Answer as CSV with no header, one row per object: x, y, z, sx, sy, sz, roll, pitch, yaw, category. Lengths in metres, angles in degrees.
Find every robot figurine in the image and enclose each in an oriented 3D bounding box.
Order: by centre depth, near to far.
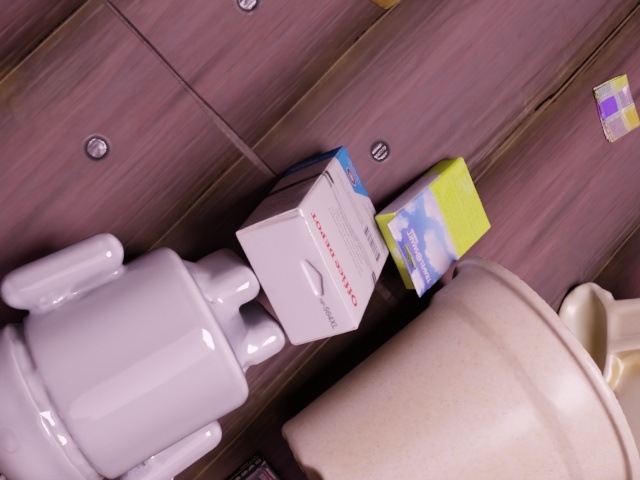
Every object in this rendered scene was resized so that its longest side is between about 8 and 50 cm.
-0.218,0.141,0.829,0.353,0.200,0.300,-28,108,-13,robot figurine

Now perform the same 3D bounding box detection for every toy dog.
0.582,0.240,1.050,0.408,0.284,0.395,20,57,-29,toy dog

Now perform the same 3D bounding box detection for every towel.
0.425,-0.189,1.094,0.060,0.009,0.083,-26,106,-12,towel

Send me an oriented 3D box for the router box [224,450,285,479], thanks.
-0.077,0.350,0.998,0.092,0.038,0.122,-39,109,-9,router box

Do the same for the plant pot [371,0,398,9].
0.080,-0.336,0.914,0.081,0.083,0.081,25,91,-21,plant pot

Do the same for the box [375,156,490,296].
0.141,-0.018,0.971,0.178,0.042,0.109,-39,111,-37,box

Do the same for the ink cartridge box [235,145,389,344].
0.000,0.000,0.875,0.086,0.203,0.148,-18,108,24,ink cartridge box

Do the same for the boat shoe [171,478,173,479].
-0.206,0.297,0.943,0.043,0.049,0.137,7,101,-17,boat shoe

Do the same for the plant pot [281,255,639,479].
0.135,0.236,0.898,0.305,0.334,0.333,-29,107,-11,plant pot
